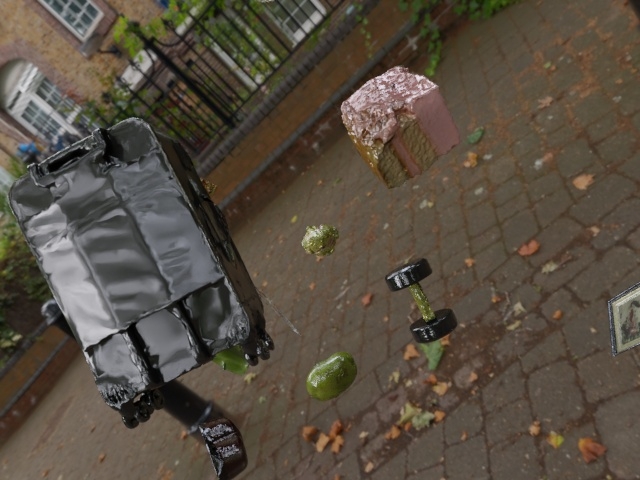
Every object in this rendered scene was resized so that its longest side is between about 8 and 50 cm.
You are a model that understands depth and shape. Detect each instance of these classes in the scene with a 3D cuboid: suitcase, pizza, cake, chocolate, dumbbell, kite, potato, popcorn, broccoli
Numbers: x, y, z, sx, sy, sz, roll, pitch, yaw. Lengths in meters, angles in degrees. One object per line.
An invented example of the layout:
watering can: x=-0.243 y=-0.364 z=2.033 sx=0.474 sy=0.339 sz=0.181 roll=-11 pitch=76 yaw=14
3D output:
suitcase: x=-0.271 y=0.034 z=0.790 sx=0.283 sy=0.434 sz=0.194 roll=-28 pitch=0 yaw=3
pizza: x=-0.515 y=-0.205 z=2.012 sx=0.175 sy=0.134 sz=0.046 roll=-34 pitch=19 yaw=-8
cake: x=0.264 y=-0.391 z=1.691 sx=0.306 sy=0.293 sz=0.314 roll=-34 pitch=43 yaw=5
chocolate: x=-0.202 y=0.466 z=1.088 sx=0.080 sy=0.125 sz=0.149 roll=-22 pitch=39 yaw=-21
dumbbell: x=0.429 y=0.255 z=2.115 sx=0.203 sy=0.323 sz=0.204 roll=-26 pitch=-1 yaw=-1
kite: x=-0.133 y=0.194 z=1.423 sx=0.016 sy=0.127 sz=0.229 roll=-39 pitch=42 yaw=-14
potato: x=0.049 y=0.589 z=2.136 sx=0.253 sy=0.186 sz=0.148 roll=-54 pitch=52 yaw=13
popcorn: x=0.000 y=0.001 z=1.506 sx=0.109 sy=0.097 sz=0.089 roll=-35 pitch=32 yaw=-33
broccoli: x=-0.445 y=0.380 z=1.793 sx=0.353 sy=0.397 sz=0.274 roll=-30 pitch=11 yaw=-33

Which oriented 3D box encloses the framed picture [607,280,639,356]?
framed picture: x=0.865 y=0.202 z=1.355 sx=0.199 sy=0.010 sz=0.195 roll=116 pitch=174 yaw=-54

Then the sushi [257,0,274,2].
sushi: x=-0.186 y=-0.707 z=1.325 sx=0.109 sy=0.272 sz=0.134 roll=-45 pitch=25 yaw=34
